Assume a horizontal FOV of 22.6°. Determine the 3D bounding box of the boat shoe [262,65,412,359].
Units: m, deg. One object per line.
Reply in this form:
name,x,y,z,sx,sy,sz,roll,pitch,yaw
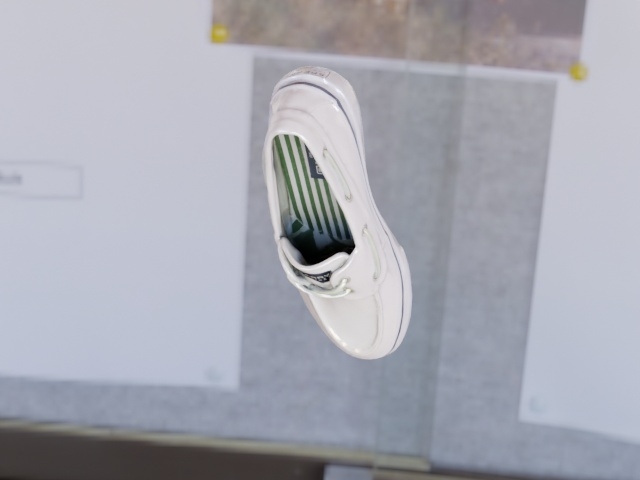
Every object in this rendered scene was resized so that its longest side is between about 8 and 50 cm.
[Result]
boat shoe,0.000,0.000,1.038,0.083,0.226,0.076,-2,36,25
